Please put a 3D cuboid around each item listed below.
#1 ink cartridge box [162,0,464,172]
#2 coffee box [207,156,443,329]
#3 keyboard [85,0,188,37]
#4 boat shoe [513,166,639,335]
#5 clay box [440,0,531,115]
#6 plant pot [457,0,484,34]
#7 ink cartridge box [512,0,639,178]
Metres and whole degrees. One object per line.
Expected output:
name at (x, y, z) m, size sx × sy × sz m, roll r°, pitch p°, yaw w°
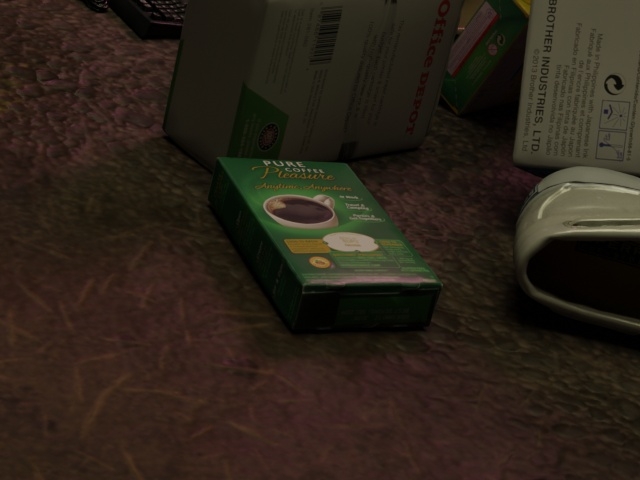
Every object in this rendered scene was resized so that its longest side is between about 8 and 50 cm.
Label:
ink cartridge box at (-0.003, -0.149, 1.489) m, size 0.219 × 0.160 × 0.092 m, roll -11°, pitch 36°, yaw -41°
coffee box at (0.000, 0.000, 1.337) m, size 0.113 × 0.040 × 0.184 m, roll 0°, pitch 31°, yaw -27°
keyboard at (-0.179, -0.234, 1.717) m, size 0.108 × 0.023 × 0.180 m, roll -5°, pitch 32°, yaw -32°
boat shoe at (0.313, 0.041, 1.306) m, size 0.367 × 0.136 × 0.156 m, roll 15°, pitch 27°, yaw 7°
clay box at (0.212, -0.189, 1.695) m, size 0.222 × 0.127 × 0.053 m, roll -17°, pitch 62°, yaw -45°
plant pot at (0.085, -0.353, 1.860) m, size 0.256 × 0.256 × 0.274 m, roll 0°, pitch 13°, yaw -25°
ink cartridge box at (0.366, -0.160, 1.423) m, size 0.395 × 0.270 × 0.151 m, roll 6°, pitch 0°, yaw 28°
